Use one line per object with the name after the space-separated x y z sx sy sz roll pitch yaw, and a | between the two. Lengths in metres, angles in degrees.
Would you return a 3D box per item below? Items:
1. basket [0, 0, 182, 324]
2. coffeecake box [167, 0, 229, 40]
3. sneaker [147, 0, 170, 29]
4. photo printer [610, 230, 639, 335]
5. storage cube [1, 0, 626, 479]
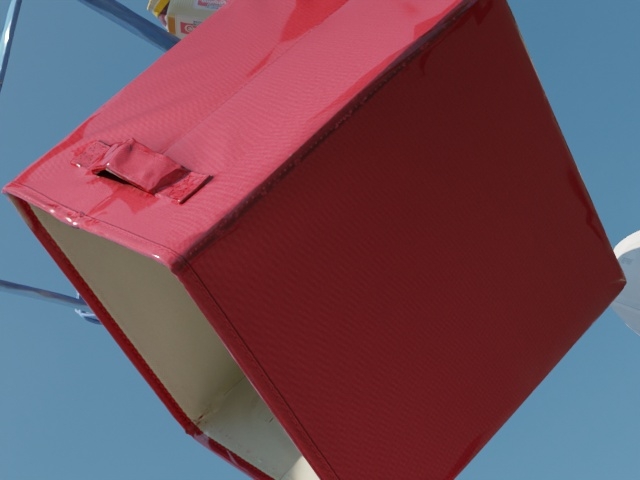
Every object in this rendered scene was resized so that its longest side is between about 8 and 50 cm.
-0.133 -0.053 0.930 0.289 0.255 0.201 20 -21 -25 | basket
-0.075 -0.175 1.186 0.142 0.068 0.185 8 -35 1 | coffeecake box
-0.126 -0.323 1.456 0.185 0.084 0.069 -48 4 -11 | sneaker
0.427 0.095 1.119 0.256 0.307 0.107 32 -93 -22 | photo printer
0.000 0.000 0.582 0.193 0.183 0.215 -44 -57 -19 | storage cube
